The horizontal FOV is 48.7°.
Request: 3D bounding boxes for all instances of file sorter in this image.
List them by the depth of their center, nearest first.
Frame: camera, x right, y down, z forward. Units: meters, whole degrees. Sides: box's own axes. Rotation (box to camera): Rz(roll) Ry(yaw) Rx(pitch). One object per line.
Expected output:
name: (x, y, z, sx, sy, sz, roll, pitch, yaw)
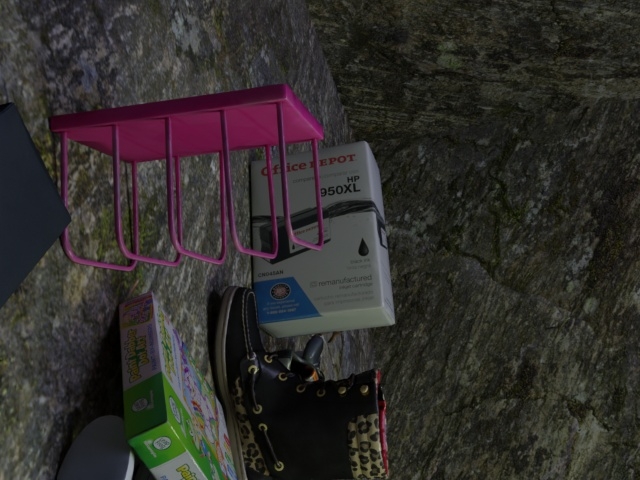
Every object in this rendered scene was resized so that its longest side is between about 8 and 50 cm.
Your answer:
file sorter: (-0.152, -0.064, 0.893, 0.202, 0.290, 0.182, 24, 61, -77)

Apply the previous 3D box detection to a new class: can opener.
can opener: (-0.050, 0.321, 1.659, 0.280, 0.074, 0.093, -68, 164, -64)

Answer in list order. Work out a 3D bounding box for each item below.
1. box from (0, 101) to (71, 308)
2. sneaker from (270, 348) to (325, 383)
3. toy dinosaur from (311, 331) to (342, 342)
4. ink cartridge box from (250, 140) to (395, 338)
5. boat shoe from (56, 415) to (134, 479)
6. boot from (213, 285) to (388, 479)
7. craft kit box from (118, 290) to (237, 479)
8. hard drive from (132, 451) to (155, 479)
box: (-0.290, 0.027, 0.402, 0.261, 0.184, 0.103, -80, 159, -59)
sneaker: (-0.024, 0.323, 1.489, 0.271, 0.108, 0.100, 45, 32, -29)
toy dinosaur: (0.004, 0.190, 1.938, 0.296, 0.127, 0.200, 87, 5, -76)
ink cartridge box: (0.000, 0.000, 1.602, 0.166, 0.285, 0.395, 55, 28, -65)
boat shoe: (-0.236, 0.308, 0.754, 0.076, 0.080, 0.228, 74, 13, -61)
boot: (-0.034, 0.257, 1.247, 0.138, 0.284, 0.377, 41, 43, -73)
craft kit box: (-0.178, 0.230, 0.906, 0.250, 0.061, 0.247, -118, -178, -55)
hard drive: (-0.181, 0.412, 0.941, 0.203, 0.040, 0.307, -79, 150, -58)
